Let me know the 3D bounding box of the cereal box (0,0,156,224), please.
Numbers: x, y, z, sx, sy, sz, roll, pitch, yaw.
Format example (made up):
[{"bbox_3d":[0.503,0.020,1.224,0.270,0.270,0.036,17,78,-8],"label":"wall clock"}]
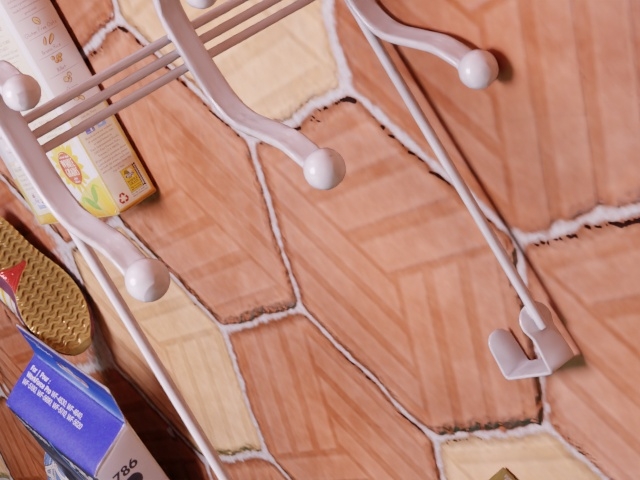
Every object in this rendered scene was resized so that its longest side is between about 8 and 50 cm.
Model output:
[{"bbox_3d":[-0.246,-0.129,1.190,0.173,0.047,0.240,-2,118,57],"label":"cereal box"}]

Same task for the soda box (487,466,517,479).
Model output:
[{"bbox_3d":[0.114,0.239,1.033,0.061,0.058,0.181,44,149,19],"label":"soda box"}]

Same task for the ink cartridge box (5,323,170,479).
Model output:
[{"bbox_3d":[-0.215,0.236,1.453,0.165,0.065,0.332,28,153,41],"label":"ink cartridge box"}]

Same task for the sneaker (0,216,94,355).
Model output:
[{"bbox_3d":[-0.293,0.048,1.445,0.185,0.069,0.084,48,167,14],"label":"sneaker"}]

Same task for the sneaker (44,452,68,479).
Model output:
[{"bbox_3d":[-0.283,0.254,1.625,0.081,0.080,0.211,44,150,15],"label":"sneaker"}]

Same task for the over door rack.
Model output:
[{"bbox_3d":[0.000,0.000,0.762,0.108,0.239,0.324,6,125,61],"label":"over door rack"}]
